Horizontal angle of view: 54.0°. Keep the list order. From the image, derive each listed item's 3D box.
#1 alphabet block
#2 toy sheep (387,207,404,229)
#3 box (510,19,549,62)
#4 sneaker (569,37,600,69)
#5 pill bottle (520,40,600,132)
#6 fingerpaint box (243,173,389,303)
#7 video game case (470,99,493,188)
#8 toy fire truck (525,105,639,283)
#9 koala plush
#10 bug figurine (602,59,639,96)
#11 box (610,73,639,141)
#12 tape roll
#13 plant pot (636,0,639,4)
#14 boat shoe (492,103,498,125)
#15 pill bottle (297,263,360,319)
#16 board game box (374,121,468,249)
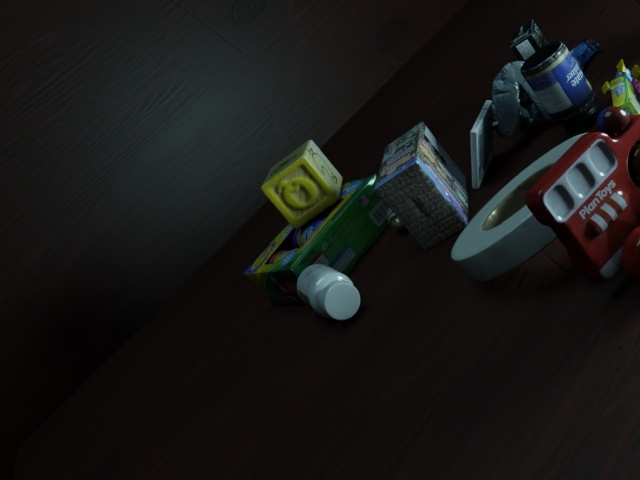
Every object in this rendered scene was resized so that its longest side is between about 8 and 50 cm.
[{"bbox_3d":[-0.058,-0.190,2.097,0.193,0.192,0.197,-36,18,20],"label":"alphabet block"},{"bbox_3d":[0.246,-0.082,1.913,0.091,0.091,0.132,-30,26,32],"label":"toy sheep"},{"bbox_3d":[0.700,-0.602,2.038,0.078,0.180,0.147,-29,22,36],"label":"box"},{"bbox_3d":[0.819,-0.582,1.941,0.085,0.058,0.152,-40,9,35],"label":"sneaker"},{"bbox_3d":[0.625,-0.390,1.621,0.123,0.219,0.123,-37,18,14],"label":"pill bottle"},{"bbox_3d":[0.000,0.000,2.102,0.445,0.163,0.371,-49,19,-23],"label":"fingerpaint box"},{"bbox_3d":[0.458,-0.271,1.775,0.022,0.190,0.173,9,44,26],"label":"video game case"},{"bbox_3d":[0.513,-0.084,1.060,0.302,0.254,0.169,-44,18,-9],"label":"toy fire truck"},{"bbox_3d":[0.589,-0.410,1.846,0.196,0.203,0.221,-20,-3,14],"label":"koala plush"},{"bbox_3d":[0.800,-0.447,1.524,0.216,0.072,0.279,-68,1,-47],"label":"bug figurine"},{"bbox_3d":[0.703,-0.297,1.422,0.043,0.105,0.179,-29,22,38],"label":"box"},{"bbox_3d":[0.443,-0.070,1.331,0.392,0.072,0.392,-44,3,3],"label":"tape roll"},{"bbox_3d":[0.955,-0.650,1.587,0.284,0.191,0.284,-35,16,12],"label":"plant pot"},{"bbox_3d":[0.639,-0.471,1.992,0.324,0.096,0.116,-27,22,38],"label":"boat shoe"},{"bbox_3d":[0.024,0.146,1.752,0.131,0.131,0.229,-44,17,-8],"label":"pill bottle"},{"bbox_3d":[0.290,-0.159,1.757,0.141,0.232,0.291,-33,19,28],"label":"board game box"}]
